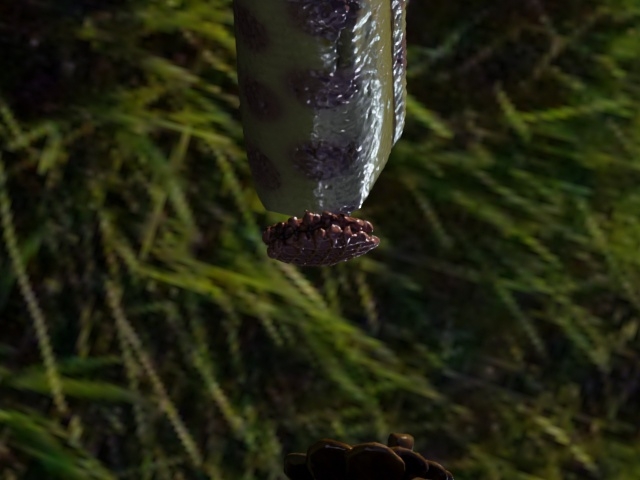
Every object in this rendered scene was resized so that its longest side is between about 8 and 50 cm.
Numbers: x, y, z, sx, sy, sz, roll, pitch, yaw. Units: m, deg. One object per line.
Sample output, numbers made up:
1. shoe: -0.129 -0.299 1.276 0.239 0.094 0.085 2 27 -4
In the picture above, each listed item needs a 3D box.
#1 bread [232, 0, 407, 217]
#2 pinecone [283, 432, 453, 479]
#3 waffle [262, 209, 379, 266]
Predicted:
1. bread: -0.001 -0.192 1.944 0.338 0.155 0.187 85 26 -48
2. pinecone: 0.043 0.305 1.599 0.244 0.244 0.309 69 21 -44
3. waffle: 0.000 0.000 1.365 0.083 0.075 0.029 12 69 -49
